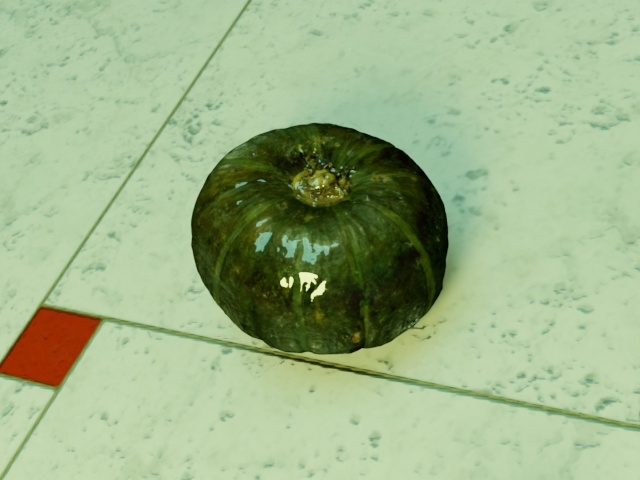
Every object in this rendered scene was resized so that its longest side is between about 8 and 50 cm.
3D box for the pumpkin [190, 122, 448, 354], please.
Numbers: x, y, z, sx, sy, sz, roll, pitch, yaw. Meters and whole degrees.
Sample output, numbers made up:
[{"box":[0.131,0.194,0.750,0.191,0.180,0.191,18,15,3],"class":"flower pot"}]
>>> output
[{"box":[0.000,0.000,1.083,0.223,0.157,0.224,-2,43,2],"class":"pumpkin"}]
